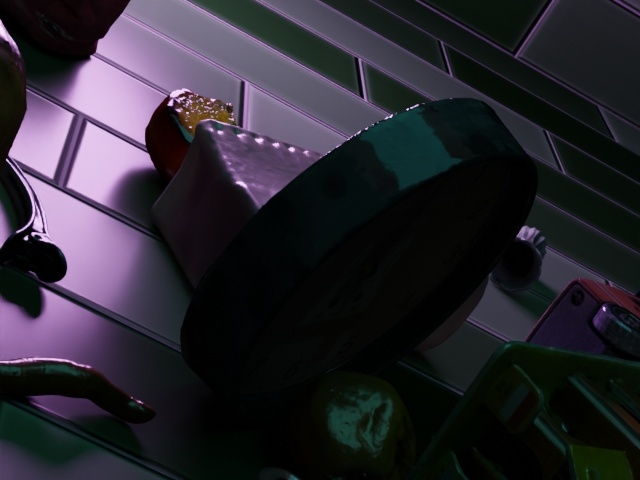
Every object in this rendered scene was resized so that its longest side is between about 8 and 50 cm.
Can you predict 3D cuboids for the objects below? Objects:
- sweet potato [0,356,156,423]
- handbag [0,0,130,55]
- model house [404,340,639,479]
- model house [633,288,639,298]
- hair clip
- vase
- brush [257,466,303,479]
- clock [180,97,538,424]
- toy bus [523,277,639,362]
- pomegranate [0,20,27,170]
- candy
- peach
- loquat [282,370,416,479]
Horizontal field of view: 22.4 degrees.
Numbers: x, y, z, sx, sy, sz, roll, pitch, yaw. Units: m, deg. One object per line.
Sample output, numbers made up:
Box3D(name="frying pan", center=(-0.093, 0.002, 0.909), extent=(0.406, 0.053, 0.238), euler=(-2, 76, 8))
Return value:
Box3D(name="sweet potato", center=(-0.220, 0.124, 1.404), extent=(0.179, 0.044, 0.044), euler=(17, 26, -36))
Box3D(name="handbag", center=(-0.360, -0.349, 2.131), extent=(0.225, 0.135, 0.146), euler=(43, 22, 14))
Box3D(name="model house", center=(0.331, 0.229, 1.545), extent=(0.300, 0.340, 0.323), euler=(13, 27, -48))
Box3D(name="model house", center=(0.500, 0.196, 2.050), extent=(0.184, 0.253, 0.291), euler=(-5, 53, -50))
Box3D(name="hair clip", center=(-0.305, -0.029, 1.643), extent=(0.070, 0.039, 0.229), euler=(23, 18, -27))
Box3D(name="vase", center=(0.288, 0.020, 2.333), extent=(0.081, 0.081, 0.149), euler=(35, 17, 5))
Box3D(name="brush", center=(0.015, 0.279, 1.396), extent=(0.103, 0.047, 0.233), euler=(10, 29, -47))
Box3D(name="clock", center=(0.043, 0.027, 1.535), extent=(0.076, 0.386, 0.386), euler=(50, 25, 22))
Box3D(name="toy bus", center=(0.410, 0.245, 1.830), extent=(0.233, 0.203, 0.427), euler=(12, 27, -46))
Box3D(name="pomegranate", center=(-0.394, -0.130, 1.419), extent=(0.281, 0.281, 0.281), euler=(29, 21, -12))
Box3D(name="candy", center=(0.000, 0.003, 1.852), extent=(0.359, 0.145, 0.208), euler=(14, 26, -42))
Box3D(name="peach", center=(-0.142, -0.100, 1.951), extent=(0.172, 0.092, 0.127), euler=(53, 31, 17))
Box3D(name="loquat", center=(0.028, 0.189, 1.528), extent=(0.137, 0.113, 0.137), euler=(31, 40, -30))
